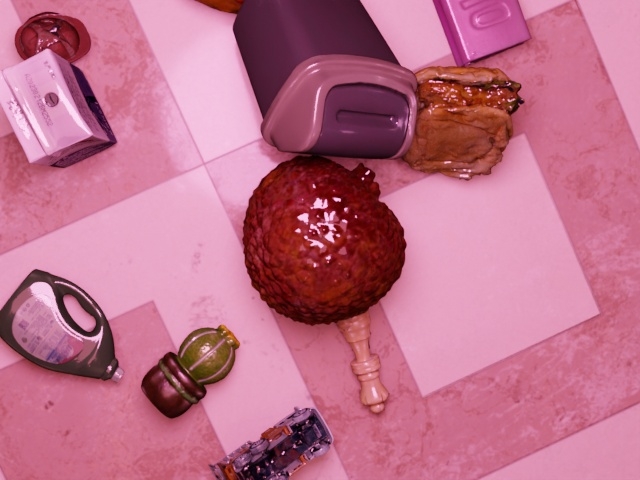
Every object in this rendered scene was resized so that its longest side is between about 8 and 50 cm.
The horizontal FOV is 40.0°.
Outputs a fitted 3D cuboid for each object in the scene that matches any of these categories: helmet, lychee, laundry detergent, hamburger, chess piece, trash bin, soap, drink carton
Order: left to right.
[{"bbox_3d":[-0.413,-0.318,1.353,0.111,0.057,0.089,-12,130,-9],"label":"helmet"},{"bbox_3d":[-0.382,-0.186,1.278,0.102,0.222,0.134,-24,95,-3],"label":"drink carton"},{"bbox_3d":[-0.393,0.146,1.378,0.211,0.063,0.137,35,84,-6],"label":"laundry detergent"},{"bbox_3d":[0.000,0.000,1.308,0.261,0.260,0.260,0,93,-5],"label":"lychee"},{"bbox_3d":[0.004,-0.240,1.259,0.210,0.182,0.290,0,54,-34],"label":"trash bin"},{"bbox_3d":[0.073,0.196,1.422,0.060,0.060,0.171,-16,97,-3],"label":"chess piece"},{"bbox_3d":[0.202,-0.194,1.348,0.183,0.206,0.129,1,57,-5],"label":"hamburger"},{"bbox_3d":[0.243,-0.389,1.396,0.122,0.065,0.203,-22,95,-3],"label":"soap"}]

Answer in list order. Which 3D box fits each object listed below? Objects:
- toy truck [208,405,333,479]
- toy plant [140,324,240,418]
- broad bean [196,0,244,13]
[{"bbox_3d":[-0.077,0.336,1.393,0.178,0.115,0.080,-31,95,-25],"label":"toy truck"},{"bbox_3d":[-0.199,0.200,1.382,0.162,0.093,0.093,-43,95,-5],"label":"toy plant"},{"bbox_3d":[-0.120,-0.424,1.338,0.229,0.122,0.156,8,96,-8],"label":"broad bean"}]
